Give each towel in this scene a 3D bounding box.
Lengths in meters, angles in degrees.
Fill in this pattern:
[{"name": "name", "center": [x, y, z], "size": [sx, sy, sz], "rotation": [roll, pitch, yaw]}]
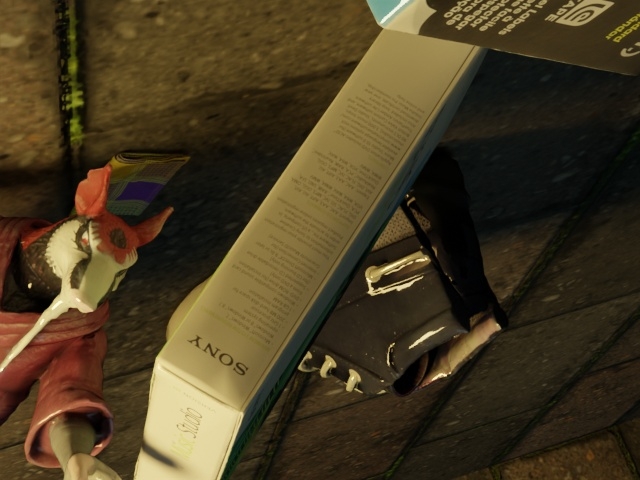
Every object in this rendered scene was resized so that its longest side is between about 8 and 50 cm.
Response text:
[{"name": "towel", "center": [-0.131, -0.037, 0.956], "size": [0.060, 0.009, 0.083], "rotation": [-3, 154, -41]}]

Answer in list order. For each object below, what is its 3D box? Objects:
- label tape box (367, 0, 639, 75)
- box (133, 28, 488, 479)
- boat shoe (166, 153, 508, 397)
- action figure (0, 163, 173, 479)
[{"name": "label tape box", "center": [0.206, -0.200, 0.722], "size": [0.347, 0.115, 0.249], "rotation": [3, 148, -45]}, {"name": "box", "center": [0.000, 0.000, 0.839], "size": [0.322, 0.058, 0.232], "rotation": [-55, 174, -26]}, {"name": "boat shoe", "center": [0.003, 0.077, 1.162], "size": [0.127, 0.158, 0.340], "rotation": [0, 151, -45]}, {"name": "action figure", "center": [-0.231, 0.093, 0.884], "size": [0.370, 0.248, 0.276], "rotation": [-38, 179, 6]}]
